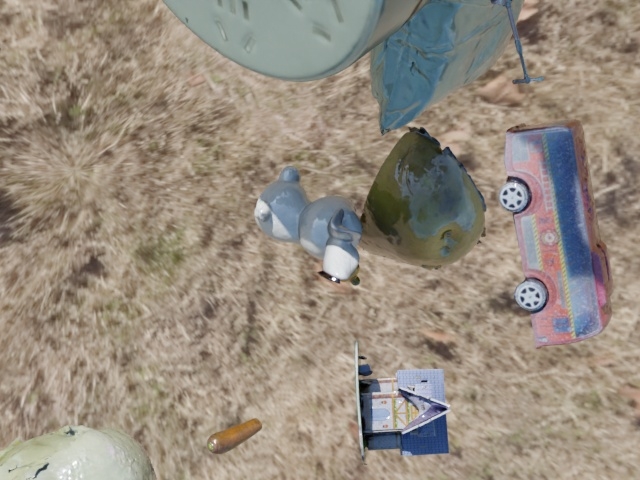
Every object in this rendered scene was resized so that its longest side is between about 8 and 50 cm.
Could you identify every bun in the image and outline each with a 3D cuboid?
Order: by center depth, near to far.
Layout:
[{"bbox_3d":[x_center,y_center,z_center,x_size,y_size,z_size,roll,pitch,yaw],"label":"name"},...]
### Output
[{"bbox_3d":[-0.288,0.274,1.078,0.239,0.239,0.141,-18,73,-12],"label":"bun"}]

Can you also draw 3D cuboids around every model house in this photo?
[{"bbox_3d":[0.079,0.158,0.994,0.088,0.167,0.117,-3,76,3],"label":"model house"}]

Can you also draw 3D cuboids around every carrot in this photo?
[{"bbox_3d":[-0.123,0.280,1.457,0.093,0.032,0.032,-18,99,-45],"label":"carrot"}]

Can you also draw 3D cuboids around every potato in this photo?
[{"bbox_3d":[0.122,-0.015,1.251,0.138,0.243,0.098,36,67,17],"label":"potato"}]

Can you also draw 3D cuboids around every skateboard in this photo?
[{"bbox_3d":[0.163,-0.166,0.786,0.032,0.064,0.083,-11,89,-38],"label":"skateboard"}]

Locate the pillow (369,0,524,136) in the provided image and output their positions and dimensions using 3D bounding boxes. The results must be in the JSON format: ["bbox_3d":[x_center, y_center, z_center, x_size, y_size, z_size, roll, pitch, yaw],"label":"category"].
[{"bbox_3d":[0.144,-0.283,1.083,0.138,0.283,0.310,22,127,16],"label":"pillow"}]

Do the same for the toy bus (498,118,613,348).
[{"bbox_3d":[0.200,-0.006,0.866,0.077,0.065,0.192,-7,101,28],"label":"toy bus"}]

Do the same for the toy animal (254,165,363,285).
[{"bbox_3d":[0.000,0.000,1.194,0.127,0.181,0.131,-16,119,-42],"label":"toy animal"}]

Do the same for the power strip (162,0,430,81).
[{"bbox_3d":[-0.041,-0.312,0.862,0.161,0.357,0.357,-43,103,-29],"label":"power strip"}]
